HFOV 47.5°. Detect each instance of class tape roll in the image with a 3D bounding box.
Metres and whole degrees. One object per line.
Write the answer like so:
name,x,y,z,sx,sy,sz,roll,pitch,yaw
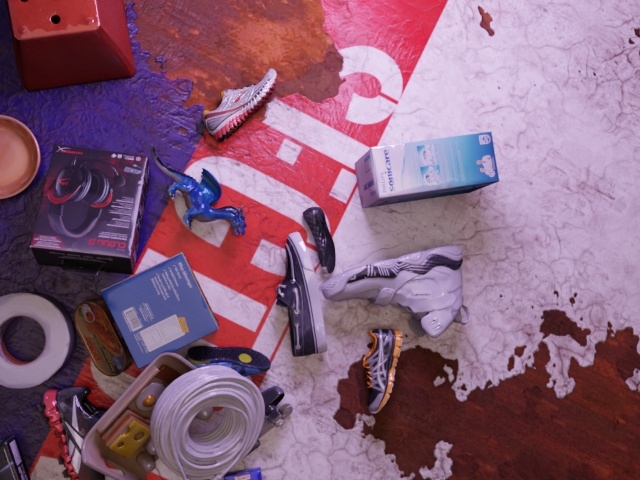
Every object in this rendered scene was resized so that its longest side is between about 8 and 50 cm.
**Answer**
tape roll,-0.686,0.229,1.683,0.219,0.072,0.219,0,86,-7

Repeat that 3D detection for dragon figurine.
dragon figurine,-0.287,-0.121,1.749,0.144,0.085,0.289,-30,92,-8

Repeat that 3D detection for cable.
cable,-0.248,0.404,1.616,0.257,0.089,0.257,-35,121,-16

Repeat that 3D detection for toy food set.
toy food set,-0.363,0.418,1.647,0.306,0.092,0.220,-48,135,-8

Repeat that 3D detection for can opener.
can opener,-0.185,0.471,1.751,0.280,0.074,0.093,-40,58,-10

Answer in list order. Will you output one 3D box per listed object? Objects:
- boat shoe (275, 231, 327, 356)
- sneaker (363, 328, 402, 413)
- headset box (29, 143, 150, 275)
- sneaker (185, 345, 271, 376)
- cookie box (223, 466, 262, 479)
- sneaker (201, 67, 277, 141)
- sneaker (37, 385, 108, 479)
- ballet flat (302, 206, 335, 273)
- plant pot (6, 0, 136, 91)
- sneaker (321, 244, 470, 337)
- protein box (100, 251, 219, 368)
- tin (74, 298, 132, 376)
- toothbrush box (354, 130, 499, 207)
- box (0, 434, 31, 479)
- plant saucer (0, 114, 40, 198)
boat shoe,-0.061,0.133,1.763,0.102,0.108,0.301,-11,96,-10
sneaker,0.141,0.318,1.793,0.083,0.084,0.215,14,76,-5
headset box,-0.519,-0.057,1.656,0.218,0.110,0.293,7,66,-7
sneaker,-0.227,0.306,1.755,0.209,0.069,0.082,6,119,-16
cookie box,-0.181,0.609,1.749,0.091,0.040,0.107,-7,88,-8
sneaker,-0.195,-0.346,1.773,0.225,0.088,0.093,-43,92,-8
sneaker,-0.541,0.459,1.677,0.135,0.097,0.276,-21,89,-6
ballet flat,0.000,0.000,1.810,0.049,0.057,0.173,-15,88,32
plant pot,-0.589,-0.516,1.652,0.267,0.236,0.267,-10,88,-8
sneaker,0.195,0.146,1.775,0.365,0.137,0.210,-13,86,-12
protein box,-0.368,0.161,1.697,0.201,0.136,0.200,-26,91,-8
tin,-0.508,0.226,1.702,0.106,0.040,0.190,-25,91,24
toothbrush box,0.250,-0.167,1.761,0.295,0.216,0.126,-10,88,-7
box,-0.748,0.559,1.654,0.147,0.077,0.180,-19,90,-8
plant saucer,-0.761,-0.194,1.712,0.199,0.037,0.200,1,86,-8
